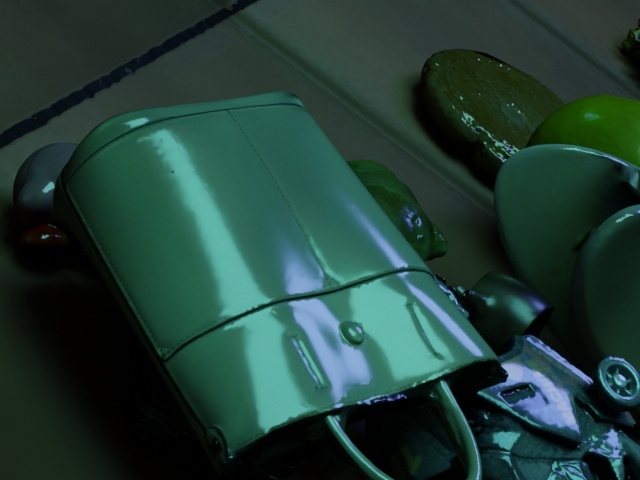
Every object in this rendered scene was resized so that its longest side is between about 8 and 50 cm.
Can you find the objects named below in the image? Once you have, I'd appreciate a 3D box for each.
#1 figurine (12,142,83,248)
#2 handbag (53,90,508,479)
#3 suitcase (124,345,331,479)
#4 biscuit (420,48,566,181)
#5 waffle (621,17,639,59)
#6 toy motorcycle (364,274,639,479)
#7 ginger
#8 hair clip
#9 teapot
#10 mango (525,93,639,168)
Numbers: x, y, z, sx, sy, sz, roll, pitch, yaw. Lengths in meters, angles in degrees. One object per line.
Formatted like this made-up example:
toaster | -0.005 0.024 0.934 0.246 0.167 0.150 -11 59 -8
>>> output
figurine | -0.171 -0.029 1.219 0.067 0.071 0.083 2 1 30
handbag | -0.014 0.054 1.135 0.241 0.109 0.315 -13 61 -43
suitcase | -0.058 0.104 1.146 0.126 0.059 0.086 29 27 -13
biscuit | 0.187 -0.106 1.766 0.226 0.042 0.226 28 29 -17
waffle | 0.449 -0.197 2.178 0.197 0.070 0.193 22 31 -20
toy motorcycle | 0.138 0.146 1.252 0.307 0.108 0.173 38 44 0
ginger | -0.001 0.000 1.348 0.137 0.089 0.290 18 24 30
hair clip | 0.252 0.036 1.445 0.282 0.172 0.113 38 4 -33
teapot | 0.131 0.060 1.416 0.068 0.076 0.121 39 -1 16
mango | 0.285 -0.008 1.586 0.273 0.185 0.149 43 61 -16
